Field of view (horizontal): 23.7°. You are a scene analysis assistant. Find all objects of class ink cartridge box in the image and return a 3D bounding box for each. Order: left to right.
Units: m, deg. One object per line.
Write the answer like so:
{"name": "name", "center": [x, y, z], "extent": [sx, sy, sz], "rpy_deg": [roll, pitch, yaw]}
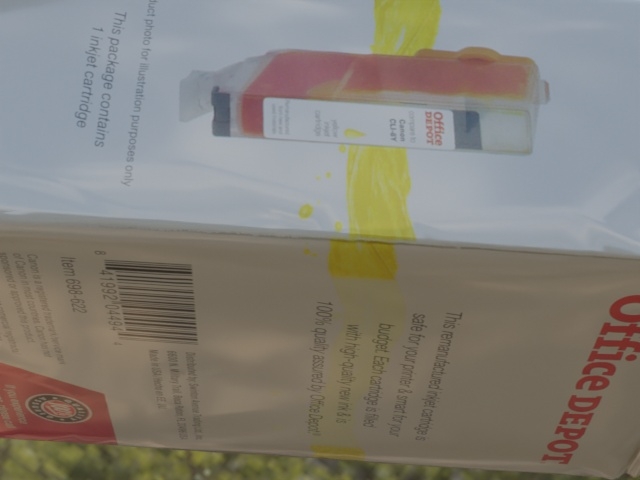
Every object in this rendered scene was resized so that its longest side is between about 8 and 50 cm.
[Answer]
{"name": "ink cartridge box", "center": [0.000, 0.000, 0.811], "extent": [0.385, 0.160, 0.279], "rpy_deg": [4, -29, 0]}
